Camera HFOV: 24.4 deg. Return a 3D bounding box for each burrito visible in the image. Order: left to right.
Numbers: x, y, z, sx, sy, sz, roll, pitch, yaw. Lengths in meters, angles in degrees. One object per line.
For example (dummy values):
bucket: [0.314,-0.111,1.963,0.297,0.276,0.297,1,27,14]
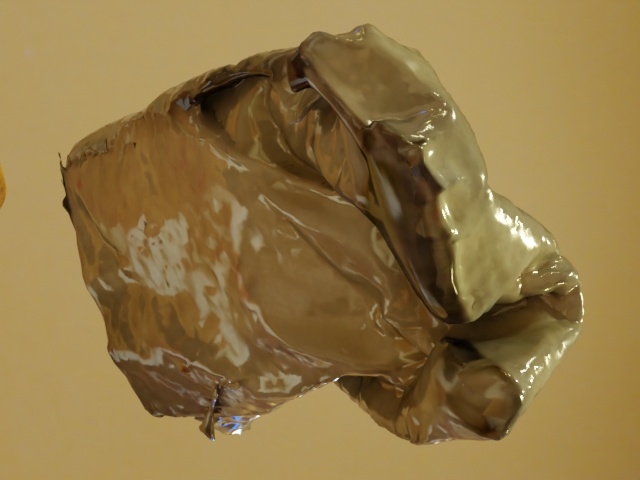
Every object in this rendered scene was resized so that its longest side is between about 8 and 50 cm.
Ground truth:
burrito: [0.002,0.003,0.717,0.332,0.135,0.190,-12,-87,60]

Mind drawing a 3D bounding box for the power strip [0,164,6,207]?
power strip: [-0.130,-0.056,0.422,0.028,0.049,0.178,35,-30,26]
